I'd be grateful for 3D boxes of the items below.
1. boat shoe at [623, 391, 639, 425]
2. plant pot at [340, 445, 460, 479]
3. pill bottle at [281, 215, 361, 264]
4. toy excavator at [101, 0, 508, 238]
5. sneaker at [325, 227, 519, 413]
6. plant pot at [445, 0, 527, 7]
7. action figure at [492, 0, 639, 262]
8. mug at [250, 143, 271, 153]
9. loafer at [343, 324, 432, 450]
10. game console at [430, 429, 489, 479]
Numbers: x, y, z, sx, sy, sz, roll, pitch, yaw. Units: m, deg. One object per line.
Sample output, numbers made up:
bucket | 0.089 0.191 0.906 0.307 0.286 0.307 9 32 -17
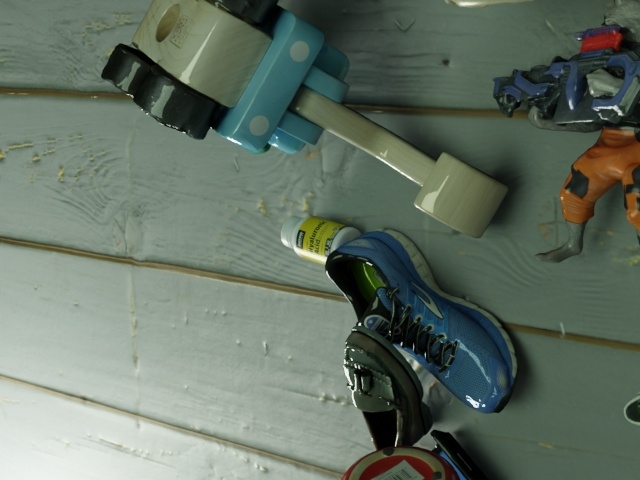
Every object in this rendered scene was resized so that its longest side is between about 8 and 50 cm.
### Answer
boat shoe | 0.458 0.183 1.629 0.226 0.076 0.083 -30 78 43
plant pot | 0.114 0.389 1.885 0.191 0.191 0.174 24 137 38
pill bottle | 0.000 0.000 2.029 0.116 0.065 0.065 17 110 41
toy excavator | -0.009 -0.184 1.850 0.222 0.445 0.433 -62 31 7
sneaker | 0.124 0.119 1.882 0.330 0.147 0.130 43 125 28
plant pot | 0.221 -0.435 1.585 0.334 0.334 0.305 1 110 43
action figure | 0.341 -0.128 1.660 0.341 0.178 0.330 -152 67 -67
mug | -0.097 -0.217 2.031 0.129 0.097 0.157 29 97 15
loafer | 0.085 0.214 1.878 0.096 0.084 0.267 24 157 33
game console | 0.184 0.330 1.924 0.071 0.107 0.122 -45 66 9
